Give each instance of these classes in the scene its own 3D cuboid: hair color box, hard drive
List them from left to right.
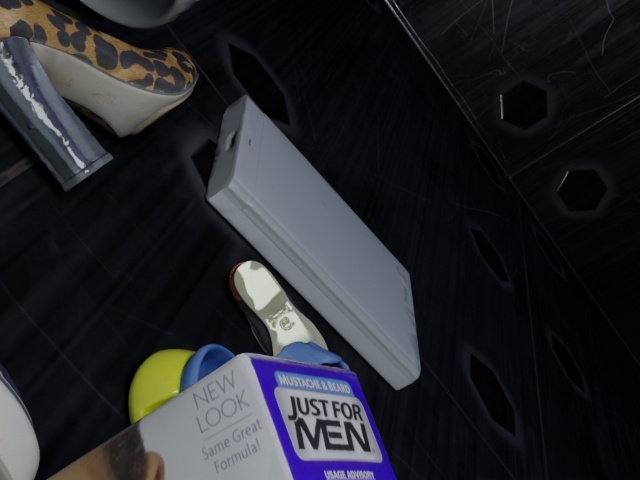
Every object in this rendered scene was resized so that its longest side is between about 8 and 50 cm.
[{"bbox_3d":[-0.019,0.243,0.399,0.110,0.185,0.339,23,39,-54],"label":"hair color box"},{"bbox_3d":[0.000,0.000,1.001,0.307,0.040,0.203,46,23,-25],"label":"hard drive"}]

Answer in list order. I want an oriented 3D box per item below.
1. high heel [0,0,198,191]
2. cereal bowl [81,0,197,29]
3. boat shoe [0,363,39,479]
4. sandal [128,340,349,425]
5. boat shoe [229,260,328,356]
[{"bbox_3d":[-0.195,-0.167,0.730,0.186,0.093,0.261,53,26,-14],"label":"high heel"},{"bbox_3d":[-0.170,-0.348,0.713,0.339,0.141,0.339,39,-25,22],"label":"cereal bowl"},{"bbox_3d":[-0.235,-0.031,0.387,0.340,0.127,0.158,48,30,-22],"label":"boat shoe"},{"bbox_3d":[-0.012,0.190,0.565,0.126,0.138,0.318,15,48,-64],"label":"sandal"},{"bbox_3d":[-0.036,0.078,0.803,0.137,0.049,0.043,56,-18,-2],"label":"boat shoe"}]
